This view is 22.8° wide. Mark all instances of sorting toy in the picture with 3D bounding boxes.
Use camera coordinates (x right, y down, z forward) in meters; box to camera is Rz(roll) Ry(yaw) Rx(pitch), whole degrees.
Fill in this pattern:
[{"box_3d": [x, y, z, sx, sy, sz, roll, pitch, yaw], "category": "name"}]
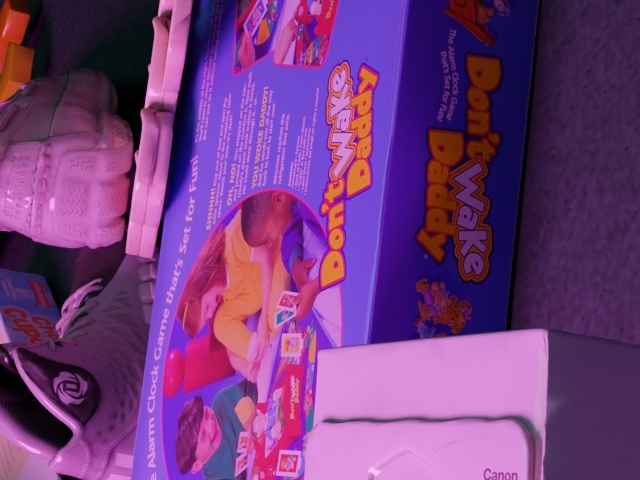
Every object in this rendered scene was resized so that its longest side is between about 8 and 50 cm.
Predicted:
[{"box_3d": [-0.301, -0.045, 1.391, 0.307, 0.041, 0.229, -61, 30, 27], "category": "sorting toy"}]

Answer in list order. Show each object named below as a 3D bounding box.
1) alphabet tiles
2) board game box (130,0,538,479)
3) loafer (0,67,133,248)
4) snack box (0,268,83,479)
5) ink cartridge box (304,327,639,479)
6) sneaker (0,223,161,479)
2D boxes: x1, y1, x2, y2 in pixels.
[{"box_3d": [-0.091, -0.139, 0.969, 0.278, 0.021, 0.284, 121, 156, -73], "category": "alphabet tiles"}, {"box_3d": [0.000, 0.000, 0.823, 0.233, 0.078, 0.347, -7, 74, 59], "category": "board game box"}, {"box_3d": [-0.197, -0.066, 1.096, 0.319, 0.111, 0.112, -143, 60, -75], "category": "loafer"}, {"box_3d": [-0.218, 0.182, 1.143, 0.187, 0.060, 0.322, -64, 33, 22], "category": "snack box"}, {"box_3d": [0.096, 0.104, 0.527, 0.128, 0.176, 0.127, -12, 69, 58], "category": "ink cartridge box"}, {"box_3d": [-0.160, 0.061, 1.016, 0.086, 0.132, 0.229, -58, 36, 30], "category": "sneaker"}]
